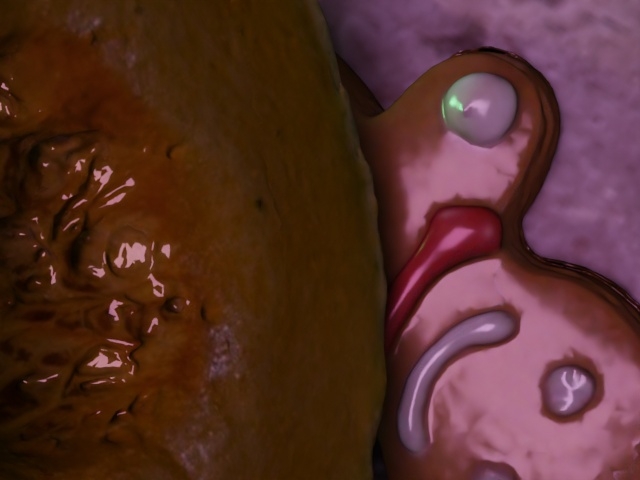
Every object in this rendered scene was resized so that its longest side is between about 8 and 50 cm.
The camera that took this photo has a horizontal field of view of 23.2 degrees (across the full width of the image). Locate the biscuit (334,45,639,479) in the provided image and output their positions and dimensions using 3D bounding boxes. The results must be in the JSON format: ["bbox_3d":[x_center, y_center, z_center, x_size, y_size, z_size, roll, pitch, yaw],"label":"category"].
[{"bbox_3d":[0.000,0.000,0.632,0.340,0.047,0.216,45,103,17],"label":"biscuit"}]

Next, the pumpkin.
[{"bbox_3d":[-0.145,0.006,0.513,0.199,0.332,0.332,-5,85,39],"label":"pumpkin"}]
